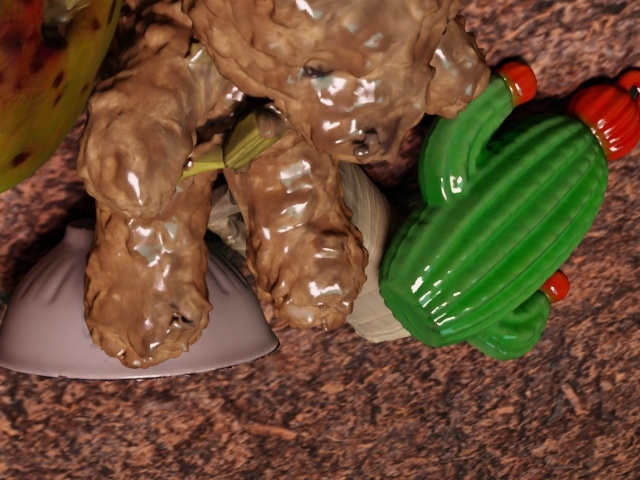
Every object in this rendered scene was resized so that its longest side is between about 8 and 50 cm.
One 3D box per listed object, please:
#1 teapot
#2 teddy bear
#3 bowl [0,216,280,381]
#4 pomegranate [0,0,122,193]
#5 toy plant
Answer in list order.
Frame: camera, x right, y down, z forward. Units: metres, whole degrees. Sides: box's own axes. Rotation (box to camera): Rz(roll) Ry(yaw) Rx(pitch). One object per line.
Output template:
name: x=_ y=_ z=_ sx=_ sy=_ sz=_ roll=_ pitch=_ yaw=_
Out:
teapot: x=0.000 y=0.000 z=0.999 sx=0.107 sy=0.077 sz=0.200 roll=-14 pitch=148 yaw=23
teddy bear: x=-0.012 y=-0.057 z=0.747 sx=0.246 sy=0.222 sz=0.296 roll=-14 pitch=114 yaw=-27
bowl: x=-0.120 y=0.029 z=0.931 sx=0.189 sy=0.189 sz=0.086 roll=-5 pitch=99 yaw=-22
pomegranate: x=-0.227 y=-0.130 z=0.617 sx=0.285 sy=0.231 sz=0.231 roll=9 pitch=138 yaw=-4
toy plant: x=0.129 y=-0.035 z=0.973 sx=0.154 sy=0.088 sz=0.240 roll=28 pitch=84 yaw=-28
